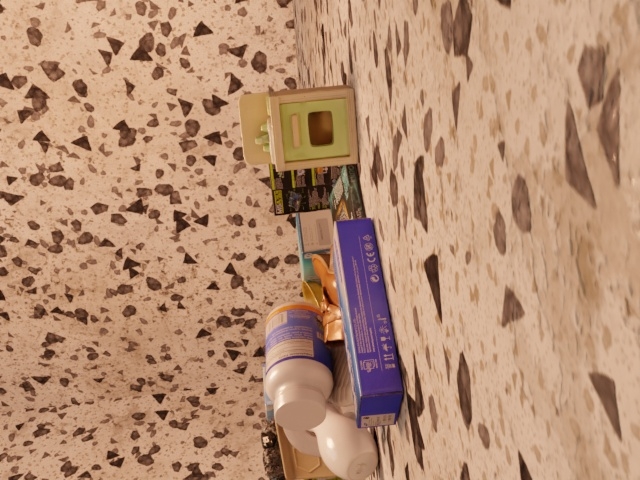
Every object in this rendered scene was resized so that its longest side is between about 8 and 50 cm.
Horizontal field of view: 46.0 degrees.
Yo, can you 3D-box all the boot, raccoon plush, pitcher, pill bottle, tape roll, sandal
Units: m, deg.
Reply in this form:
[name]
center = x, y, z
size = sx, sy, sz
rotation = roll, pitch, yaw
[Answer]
[boot]
center = 0.042, 0.134, 1.716
size = 0.283, 0.109, 0.220
rotation = 145, 128, -71
[raccoon plush]
center = -0.034, 0.624, 2.513
size = 0.446, 0.299, 0.216
rotation = -93, -6, -56
[pitcher]
center = 0.068, 0.469, 1.786
size = 0.207, 0.177, 0.126
rotation = 40, 118, 53
[pill bottle]
center = -0.049, 0.282, 1.695
size = 0.272, 0.152, 0.152
rotation = -96, 2, -48
[tape roll]
center = 0.002, 0.478, 2.071
size = 0.072, 0.219, 0.219
rotation = -171, 75, -87
[sandal]
center = 0.062, 0.303, 1.767
size = 0.416, 0.102, 0.170
rotation = 159, 125, -70

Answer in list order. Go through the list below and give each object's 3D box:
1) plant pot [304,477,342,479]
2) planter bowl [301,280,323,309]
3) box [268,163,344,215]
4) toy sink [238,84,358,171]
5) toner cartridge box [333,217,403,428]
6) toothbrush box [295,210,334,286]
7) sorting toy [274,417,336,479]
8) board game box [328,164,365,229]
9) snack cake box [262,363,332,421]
[plant pot]
center = -0.009, 0.737, 2.716
size = 0.254, 0.276, 0.276
rotation = -124, 26, -57
[planter bowl]
center = 0.030, 0.194, 2.023
size = 0.217, 0.090, 0.217
rotation = 159, 90, -79
[box]
center = -0.033, -0.159, 1.830
size = 0.045, 0.184, 0.191
rotation = -99, 4, -59
[toy sink]
center = -0.047, -0.228, 1.540
size = 0.131, 0.234, 0.153
rotation = -106, 12, -74
[toner cartridge box]
center = 0.080, 0.148, 1.377
size = 0.165, 0.075, 0.348
rotation = 91, 172, -57
[toothbrush box]
center = 0.000, 0.000, 2.079
size = 0.296, 0.126, 0.217
rotation = 88, 175, -63
[sorting toy]
center = 0.005, 0.620, 2.159
size = 0.041, 0.228, 0.307
rotation = -46, -54, -80
[board game box]
center = 0.057, -0.053, 1.573
size = 0.126, 0.026, 0.186
rotation = 116, 152, -51
[snack cake box]
center = -0.035, 0.436, 2.231
size = 0.152, 0.264, 0.089
rotation = -100, 5, -47
